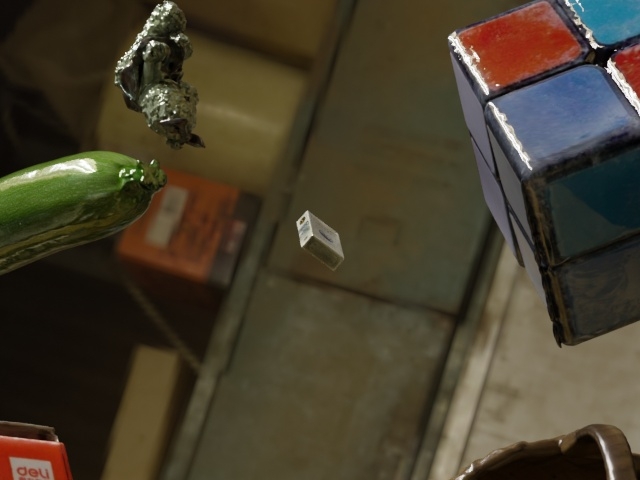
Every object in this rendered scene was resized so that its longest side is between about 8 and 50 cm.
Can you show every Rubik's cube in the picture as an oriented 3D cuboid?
[{"bbox_3d":[0.365,-0.112,2.175,0.313,0.318,0.316,-113,3,-47],"label":"Rubik's cube"}]

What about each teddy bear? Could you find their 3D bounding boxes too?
[{"bbox_3d":[-0.216,-0.205,2.294,0.133,0.111,0.213,75,-175,-55],"label":"teddy bear"}]

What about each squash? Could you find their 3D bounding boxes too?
[{"bbox_3d":[-0.321,-0.030,1.995,0.107,0.395,0.107,20,-117,-44],"label":"squash"}]

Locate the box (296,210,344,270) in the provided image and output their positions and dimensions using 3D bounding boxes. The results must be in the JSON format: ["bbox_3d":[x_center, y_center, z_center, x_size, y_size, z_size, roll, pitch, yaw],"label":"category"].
[{"bbox_3d":[0.000,0.000,2.171,0.024,0.054,0.083,-47,19,13],"label":"box"}]

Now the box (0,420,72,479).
[{"bbox_3d":[-0.277,0.224,1.325,0.182,0.133,0.099,-57,39,33],"label":"box"}]

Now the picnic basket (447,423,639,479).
[{"bbox_3d":[0.276,0.335,1.807,0.337,0.337,0.293,70,-159,-71],"label":"picnic basket"}]
